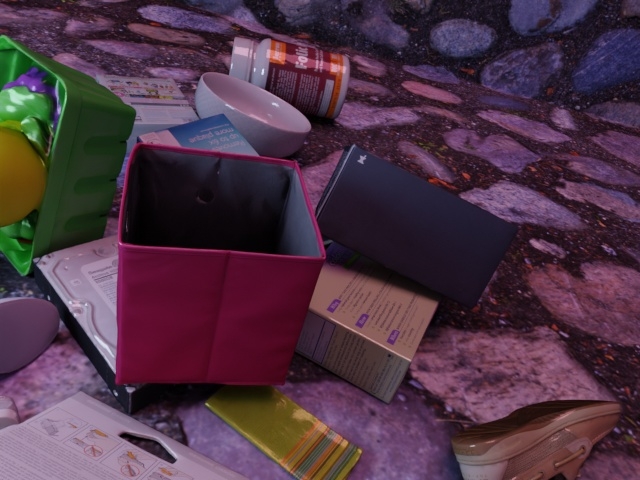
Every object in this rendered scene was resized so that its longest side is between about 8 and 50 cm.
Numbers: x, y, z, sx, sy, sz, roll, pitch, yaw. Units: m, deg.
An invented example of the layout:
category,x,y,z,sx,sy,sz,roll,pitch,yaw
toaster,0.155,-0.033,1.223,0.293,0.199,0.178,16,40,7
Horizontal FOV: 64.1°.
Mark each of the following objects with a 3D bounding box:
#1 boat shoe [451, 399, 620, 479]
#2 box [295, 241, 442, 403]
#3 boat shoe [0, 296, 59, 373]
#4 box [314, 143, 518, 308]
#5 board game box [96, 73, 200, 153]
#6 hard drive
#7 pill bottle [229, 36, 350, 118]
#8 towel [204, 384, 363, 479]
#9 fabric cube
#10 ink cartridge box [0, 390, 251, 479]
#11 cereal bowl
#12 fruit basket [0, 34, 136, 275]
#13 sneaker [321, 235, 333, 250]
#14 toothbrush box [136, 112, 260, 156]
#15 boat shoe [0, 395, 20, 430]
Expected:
category,x,y,z,sx,sy,sz,roll,pitch,yaw
boat shoe,0.359,0.334,0.827,0.341,0.121,0.110,-6,78,-25
box,0.072,0.141,0.954,0.242,0.117,0.213,27,36,13
boat shoe,-0.521,0.152,0.704,0.104,0.113,0.306,9,23,27
box,0.171,-0.048,1.066,0.343,0.179,0.312,26,9,-3
board game box,-0.489,-0.358,1.437,0.224,0.098,0.303,-6,42,-30
hard drive,-0.308,0.110,0.888,0.236,0.064,0.339,-20,48,-42
pill bottle,-0.113,-0.562,1.760,0.392,0.224,0.224,8,35,-13
towel,-0.056,0.287,0.783,0.237,0.021,0.102,30,36,20
fabric cube,-0.163,0.037,0.770,0.259,0.258,0.254,5,37,-17
ink cartridge box,-0.260,0.307,0.611,0.296,0.066,0.261,23,3,10
cereal bowl,-0.202,-0.334,1.451,0.338,0.141,0.339,23,26,-12
fruit basket,-0.532,-0.131,0.863,0.283,0.392,0.392,36,39,26
sneaker,0.000,0.000,1.165,0.192,0.064,0.086,-13,44,-35
toothbrush box,-0.226,-0.110,1.094,0.216,0.126,0.295,-26,68,-35
boat shoe,-0.486,0.236,0.643,0.184,0.066,0.063,-11,29,-30
